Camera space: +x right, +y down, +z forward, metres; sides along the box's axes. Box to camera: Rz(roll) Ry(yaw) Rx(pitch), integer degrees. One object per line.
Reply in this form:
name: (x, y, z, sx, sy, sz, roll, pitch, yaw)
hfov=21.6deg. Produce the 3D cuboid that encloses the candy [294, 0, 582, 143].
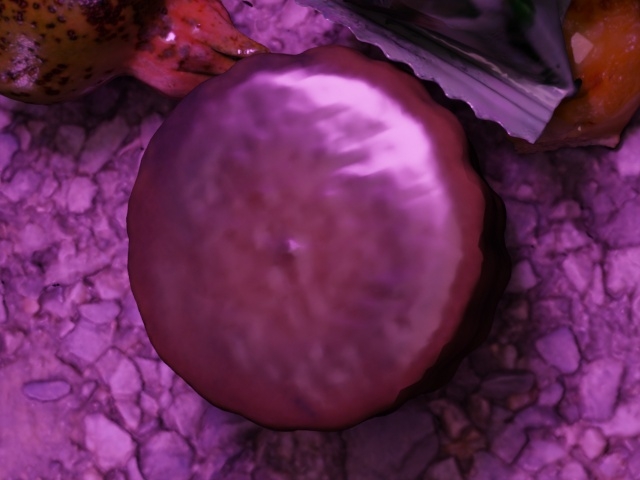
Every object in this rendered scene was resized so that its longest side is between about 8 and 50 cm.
candy: (0.116, -0.298, 1.144, 0.263, 0.172, 0.398, 24, 128, 9)

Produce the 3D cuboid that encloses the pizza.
pizza: (0.219, -0.168, 1.286, 0.204, 0.080, 0.188, -3, 84, 13)

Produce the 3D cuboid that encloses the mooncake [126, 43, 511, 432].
mooncake: (0.000, 0.000, 1.279, 0.290, 0.161, 0.290, -2, 84, 16)

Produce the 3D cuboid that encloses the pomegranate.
pomegranate: (-0.173, -0.206, 1.353, 0.222, 0.276, 0.204, -55, 34, 23)
